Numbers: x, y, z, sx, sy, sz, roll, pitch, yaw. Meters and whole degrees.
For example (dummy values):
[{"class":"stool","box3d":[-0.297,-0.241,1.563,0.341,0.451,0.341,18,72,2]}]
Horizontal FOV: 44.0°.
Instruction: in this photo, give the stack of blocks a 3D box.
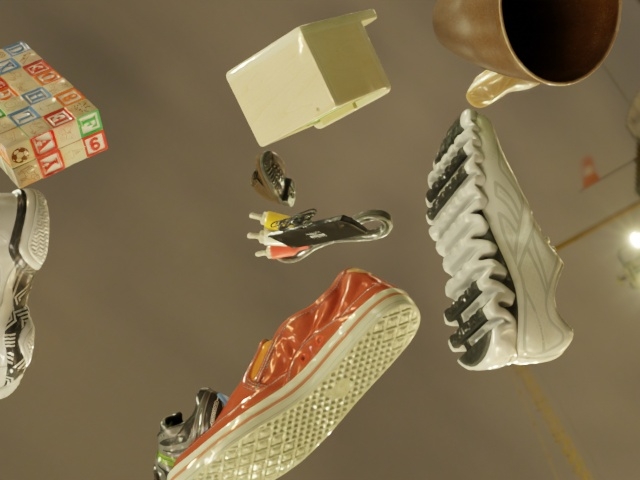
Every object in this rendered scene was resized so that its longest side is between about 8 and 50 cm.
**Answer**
[{"class":"stack of blocks","box3d":[-0.535,-0.233,1.414,0.171,0.087,0.297,-31,-128,-26]}]

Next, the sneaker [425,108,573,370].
[{"class":"sneaker","box3d":[0.186,-0.004,0.835,0.118,0.110,0.292,4,-116,-16]}]

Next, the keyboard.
[{"class":"keyboard","box3d":[-0.012,-0.029,1.428,0.100,0.192,0.038,28,-119,-42]}]

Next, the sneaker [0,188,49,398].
[{"class":"sneaker","box3d":[-0.573,0.085,1.278,0.210,0.366,0.137,5,-164,-34]}]

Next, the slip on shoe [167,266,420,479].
[{"class":"slip on shoe","box3d":[-0.038,0.160,0.861,0.101,0.331,0.123,45,180,41]}]

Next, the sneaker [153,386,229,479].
[{"class":"sneaker","box3d":[-0.165,0.249,0.941,0.078,0.188,0.067,41,-165,12]}]

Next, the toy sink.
[{"class":"toy sink","box3d":[0.002,-0.245,1.198,0.234,0.152,0.131,-34,-80,-53]}]

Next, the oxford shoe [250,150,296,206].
[{"class":"oxford shoe","box3d":[-0.126,-0.141,1.853,0.227,0.096,0.083,69,-147,-65]}]

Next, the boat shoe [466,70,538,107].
[{"class":"boat shoe","box3d":[0.334,-0.295,1.394,0.063,0.170,0.059,46,-138,-30]}]

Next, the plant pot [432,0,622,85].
[{"class":"plant pot","box3d":[0.272,-0.331,1.152,0.215,0.230,0.216,-4,-80,-26]}]

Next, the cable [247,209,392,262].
[{"class":"cable","box3d":[0.000,0.000,1.588,0.072,0.287,0.140,-73,-18,-51]}]
